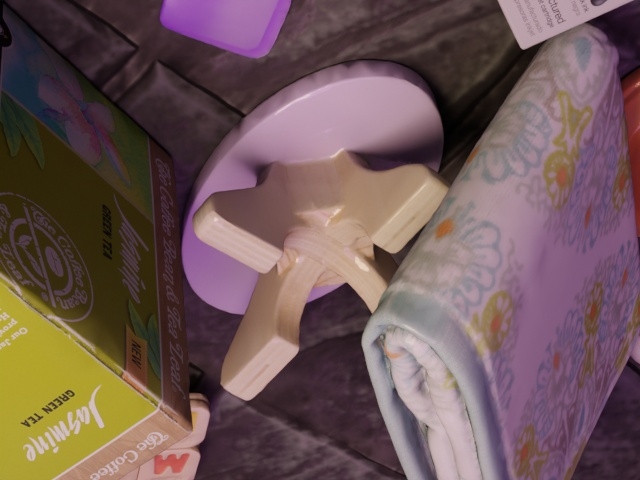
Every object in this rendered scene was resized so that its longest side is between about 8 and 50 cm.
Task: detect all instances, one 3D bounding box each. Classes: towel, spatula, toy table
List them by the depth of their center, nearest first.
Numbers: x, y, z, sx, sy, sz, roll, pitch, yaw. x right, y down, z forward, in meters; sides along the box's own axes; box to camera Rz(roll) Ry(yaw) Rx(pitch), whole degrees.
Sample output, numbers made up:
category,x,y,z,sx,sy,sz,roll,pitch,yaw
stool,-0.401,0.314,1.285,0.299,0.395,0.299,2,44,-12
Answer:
category,x,y,z,sx,sy,sz,roll,pitch,yaw
spatula,-0.159,-0.194,1.234,0.296,0.030,0.084,6,128,-31
towel,0.158,0.064,1.315,0.090,0.320,0.374,13,144,25
toy table,0.000,0.000,1.347,0.252,0.161,0.274,19,123,-21

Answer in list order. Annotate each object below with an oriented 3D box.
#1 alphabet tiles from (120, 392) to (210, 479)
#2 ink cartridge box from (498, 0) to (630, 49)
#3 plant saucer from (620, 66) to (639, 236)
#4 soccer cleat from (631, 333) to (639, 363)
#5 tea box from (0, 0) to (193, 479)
category,x,y,z,sx,sy,sz,roll,pitch,yaw
alphabet tiles,-0.246,0.191,1.505,0.284,0.021,0.278,-1,141,-16
ink cartridge box,0.209,-0.256,1.214,0.208,0.087,0.153,-24,128,11
plant saucer,0.321,-0.073,1.407,0.200,0.037,0.200,-4,128,-5
soccer cleat,0.359,0.068,1.481,0.076,0.068,0.196,45,134,-17
tea box,-0.280,-0.003,1.200,0.220,0.329,0.323,-33,126,18
